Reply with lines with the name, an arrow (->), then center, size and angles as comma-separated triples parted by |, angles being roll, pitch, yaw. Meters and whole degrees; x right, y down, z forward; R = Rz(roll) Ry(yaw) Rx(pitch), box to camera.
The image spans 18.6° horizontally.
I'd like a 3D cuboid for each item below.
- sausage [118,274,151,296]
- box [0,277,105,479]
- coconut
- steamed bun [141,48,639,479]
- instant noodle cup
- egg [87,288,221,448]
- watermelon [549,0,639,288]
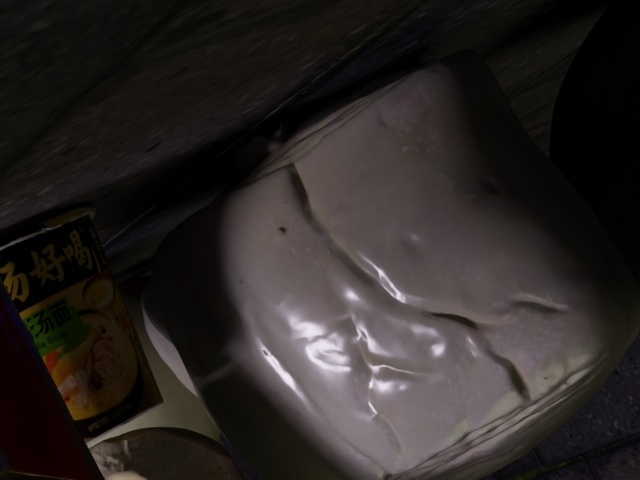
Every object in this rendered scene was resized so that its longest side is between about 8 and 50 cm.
sausage -> -0.182, 0.105, 1.604 | 0.259, 0.113, 0.113 | -28, 176, 32
box -> -0.164, 0.078, 0.848 | 0.048, 0.175, 0.112 | -24, 174, -46
coconut -> -0.098, 0.179, 1.107 | 0.147, 0.147, 0.152 | -27, 177, -4
steamed bun -> 0.026, 0.047, 1.208 | 0.236, 0.247, 0.383 | -29, 178, -11
instant noodle cup -> -0.167, 0.067, 1.087 | 0.151, 0.122, 0.151 | -27, 178, -1
egg -> -0.169, 0.126, 1.378 | 0.189, 0.188, 0.254 | -26, -174, -18
watermelon -> 0.320, -0.077, 1.334 | 0.359, 0.279, 0.279 | -23, 174, -43
